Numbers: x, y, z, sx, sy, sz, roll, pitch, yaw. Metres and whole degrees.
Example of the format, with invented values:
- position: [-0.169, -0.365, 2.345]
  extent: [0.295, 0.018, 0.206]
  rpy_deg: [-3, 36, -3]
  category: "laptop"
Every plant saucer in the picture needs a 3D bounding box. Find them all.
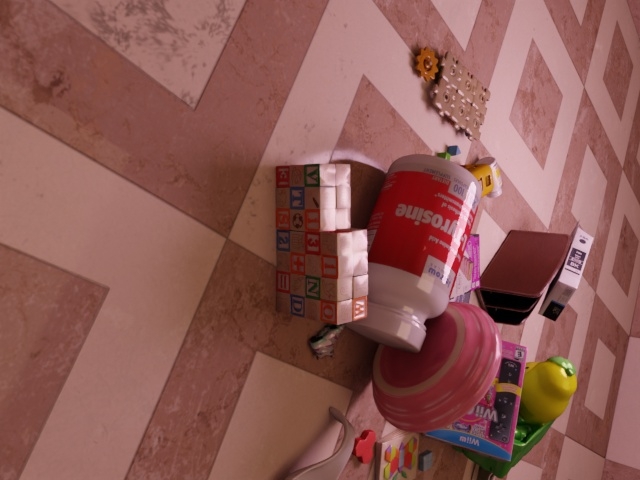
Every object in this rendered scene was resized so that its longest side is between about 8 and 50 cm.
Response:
- position: [0.240, 0.263, 1.203]
  extent: [0.084, 0.332, 0.332]
  rpy_deg: [46, 61, -23]
  category: "plant saucer"

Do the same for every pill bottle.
- position: [0.203, 0.031, 1.207]
  extent: [0.229, 0.229, 0.408]
  rpy_deg: [36, 68, -41]
  category: "pill bottle"
- position: [0.516, -0.190, 1.620]
  extent: [0.065, 0.065, 0.116]
  rpy_deg: [-45, 123, -33]
  category: "pill bottle"

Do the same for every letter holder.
- position: [0.668, 0.118, 1.695]
  extent: [0.302, 0.214, 0.152]
  rpy_deg: [-47, 124, -33]
  category: "letter holder"

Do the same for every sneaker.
- position: [0.549, 0.718, 1.717]
  extent: [0.064, 0.086, 0.192]
  rpy_deg: [21, 79, -44]
  category: "sneaker"
- position: [0.021, 0.228, 1.180]
  extent: [0.098, 0.038, 0.069]
  rpy_deg: [-29, 115, -30]
  category: "sneaker"

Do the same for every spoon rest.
- position: [-0.008, 0.496, 1.138]
  extent: [0.276, 0.084, 0.137]
  rpy_deg: [-55, 128, -28]
  category: "spoon rest"

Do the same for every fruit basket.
- position: [0.591, 0.476, 1.597]
  extent: [0.392, 0.283, 0.392]
  rpy_deg: [-24, 125, -39]
  category: "fruit basket"

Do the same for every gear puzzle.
- position: [0.353, -0.407, 1.459]
  extent: [0.339, 0.044, 0.175]
  rpy_deg: [23, 79, -41]
  category: "gear puzzle"

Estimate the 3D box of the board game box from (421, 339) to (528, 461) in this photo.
- position: [0.421, 0.413, 1.447]
  extent: [0.097, 0.224, 0.303]
  rpy_deg: [82, 24, -68]
  category: "board game box"

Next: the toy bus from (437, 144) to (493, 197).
- position: [0.402, -0.149, 1.481]
  extent: [0.191, 0.104, 0.202]
  rpy_deg: [33, 70, -42]
  category: "toy bus"

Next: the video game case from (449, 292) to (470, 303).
- position: [0.355, 0.126, 1.515]
  extent: [0.274, 0.026, 0.196]
  rpy_deg: [22, 78, -45]
  category: "video game case"

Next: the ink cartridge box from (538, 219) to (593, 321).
- position: [0.791, 0.090, 1.696]
  extent: [0.333, 0.065, 0.165]
  rpy_deg: [-50, 157, -40]
  category: "ink cartridge box"

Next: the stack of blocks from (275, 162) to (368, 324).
- position: [0.000, 0.000, 1.041]
  extent: [0.087, 0.171, 0.297]
  rpy_deg: [-5, 97, -45]
  category: "stack of blocks"

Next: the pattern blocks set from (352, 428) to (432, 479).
- position: [0.202, 0.572, 1.398]
  extent: [0.325, 0.026, 0.285]
  rpy_deg: [-17, 106, -44]
  category: "pattern blocks set"

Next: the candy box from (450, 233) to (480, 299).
- position: [0.343, 0.071, 1.431]
  extent: [0.233, 0.071, 0.159]
  rpy_deg: [-12, 102, -44]
  category: "candy box"
